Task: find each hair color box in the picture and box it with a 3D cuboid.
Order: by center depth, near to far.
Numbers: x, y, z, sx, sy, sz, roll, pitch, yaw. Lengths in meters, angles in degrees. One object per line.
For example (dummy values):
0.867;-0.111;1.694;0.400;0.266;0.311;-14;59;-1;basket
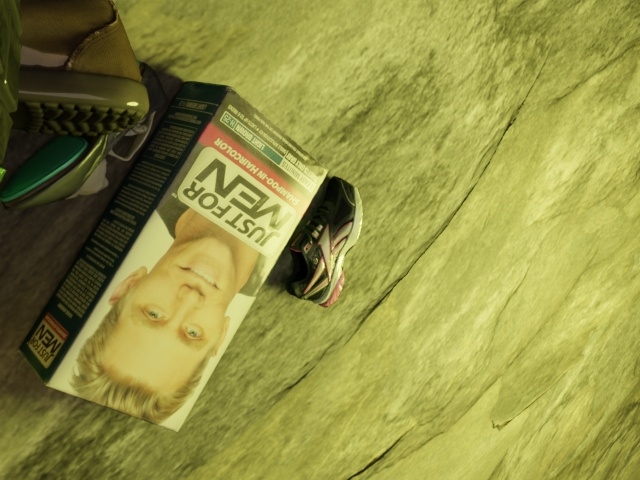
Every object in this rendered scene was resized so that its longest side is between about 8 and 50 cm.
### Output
-0.153;0.017;0.743;0.174;0.105;0.347;36;81;-40;hair color box

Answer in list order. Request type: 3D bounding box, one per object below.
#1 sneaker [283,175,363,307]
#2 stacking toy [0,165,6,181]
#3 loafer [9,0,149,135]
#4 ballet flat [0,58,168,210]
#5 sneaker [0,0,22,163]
0.000;0.000;0.890;0.077;0.072;0.178;11;91;-30;sneaker
-0.382;-0.009;0.535;0.221;0.052;0.167;18;104;-57;stacking toy
-0.325;-0.166;0.536;0.366;0.134;0.130;2;82;-34;loafer
-0.227;-0.093;0.674;0.203;0.074;0.074;-54;129;-17;ballet flat
-0.324;-0.219;0.399;0.258;0.169;0.447;-1;80;-20;sneaker
